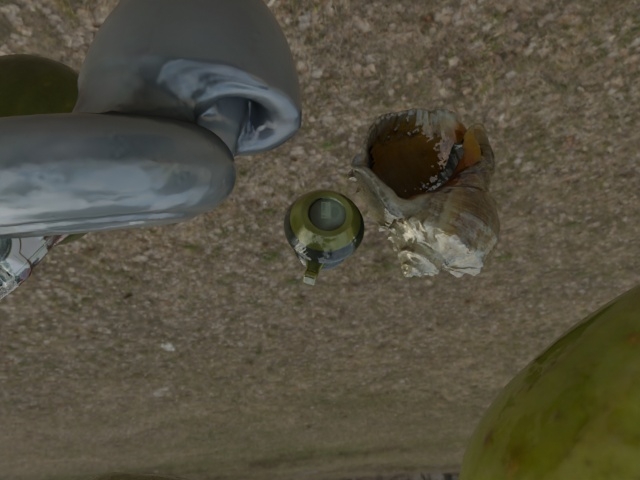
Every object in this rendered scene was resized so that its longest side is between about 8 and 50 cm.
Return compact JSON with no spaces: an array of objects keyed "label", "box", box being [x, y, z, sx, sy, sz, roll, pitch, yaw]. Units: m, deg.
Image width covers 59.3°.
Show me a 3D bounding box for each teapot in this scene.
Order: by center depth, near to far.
[{"label":"teapot","box":[0.000,0.000,0.909,0.130,0.166,0.119,15,152,2]}]

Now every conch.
[{"label":"conch","box":[0.183,-0.082,1.020,0.297,0.352,0.210,33,135,-6]}]

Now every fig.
[{"label":"fig","box":[0.257,0.175,0.424,0.258,0.258,0.327,14,105,-35]},{"label":"fig","box":[-0.442,-0.118,0.838,0.315,0.316,0.316,-6,152,-3]}]

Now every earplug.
[{"label":"earplug","box":[-0.142,-0.094,0.433,0.214,0.325,0.175,-4,122,38]}]

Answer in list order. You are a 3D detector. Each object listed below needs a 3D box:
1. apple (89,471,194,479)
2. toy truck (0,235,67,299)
[{"label":"apple","box":[-0.209,0.522,0.658,0.473,0.474,0.474,-6,152,-3]},{"label":"toy truck","box":[-0.375,-0.070,0.533,0.114,0.135,0.270,-24,118,38]}]
